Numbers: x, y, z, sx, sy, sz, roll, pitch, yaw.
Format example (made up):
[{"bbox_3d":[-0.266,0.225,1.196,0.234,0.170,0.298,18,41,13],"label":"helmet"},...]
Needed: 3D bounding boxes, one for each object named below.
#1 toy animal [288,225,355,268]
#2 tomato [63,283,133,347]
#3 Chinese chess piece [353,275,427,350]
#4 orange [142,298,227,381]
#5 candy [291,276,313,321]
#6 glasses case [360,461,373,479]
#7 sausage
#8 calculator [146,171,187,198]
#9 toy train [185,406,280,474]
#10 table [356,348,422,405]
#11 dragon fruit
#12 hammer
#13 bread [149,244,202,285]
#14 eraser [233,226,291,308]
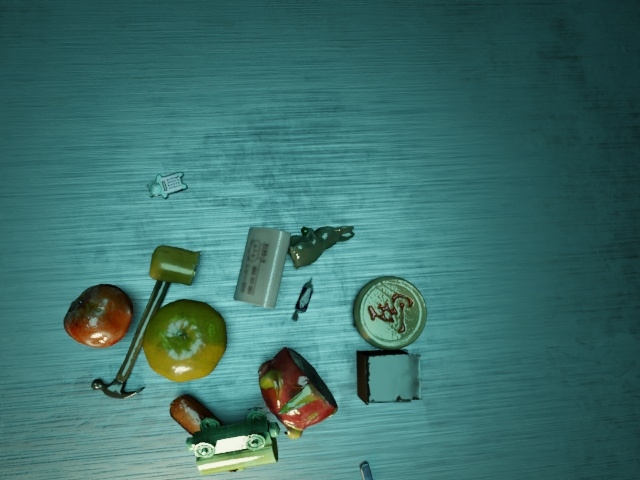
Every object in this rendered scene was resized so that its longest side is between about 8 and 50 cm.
[{"bbox_3d":[-0.001,0.001,1.856,0.251,0.127,0.125,-21,59,-15],"label":"toy animal"},{"bbox_3d":[-0.729,0.253,1.704,0.232,0.232,0.188,-42,118,-8],"label":"tomato"},{"bbox_3d":[0.251,0.262,1.848,0.274,0.102,0.273,1,84,-5],"label":"Chinese chess piece"},{"bbox_3d":[-0.451,0.333,1.710,0.279,0.235,0.278,2,69,-6],"label":"orange"},{"bbox_3d":[-0.058,0.213,1.852,0.043,0.045,0.174,24,83,-18],"label":"candy"},{"bbox_3d":[0.165,0.833,1.816,0.034,0.023,0.083,-16,84,-2],"label":"glasses case"},{"bbox_3d":[-0.377,0.652,1.747,0.330,0.102,0.102,44,82,1],"label":"sausage"},{"bbox_3d":[-0.562,-0.202,1.862,0.141,0.019,0.094,-18,88,-8],"label":"calculator"},{"bbox_3d":[-0.272,0.654,1.651,0.308,0.126,0.189,-12,124,3],"label":"toy train"},{"bbox_3d":[0.237,0.477,1.790,0.193,0.169,0.172,-1,84,-7],"label":"table"},{"bbox_3d":[-0.095,0.503,1.706,0.189,0.290,0.290,-37,88,-2],"label":"dragon fruit"},{"bbox_3d":[-0.634,0.336,1.783,0.168,0.044,0.439,21,82,-2],"label":"hammer"},{"bbox_3d":[-0.511,0.081,1.787,0.173,0.085,0.134,10,58,-6],"label":"bread"},{"bbox_3d":[-0.206,0.093,1.798,0.095,0.174,0.270,19,80,-48],"label":"eraser"}]
